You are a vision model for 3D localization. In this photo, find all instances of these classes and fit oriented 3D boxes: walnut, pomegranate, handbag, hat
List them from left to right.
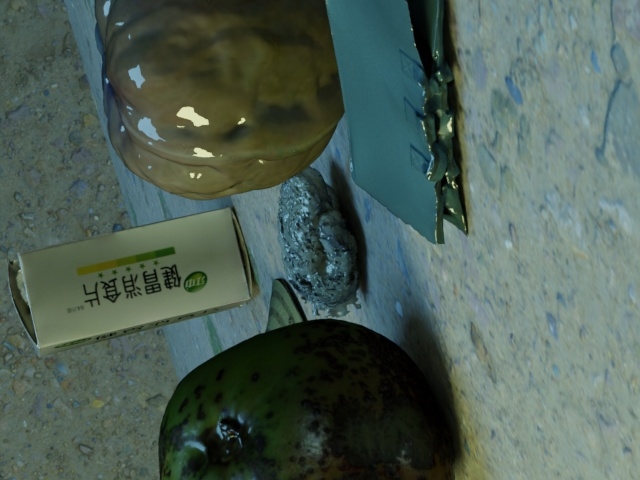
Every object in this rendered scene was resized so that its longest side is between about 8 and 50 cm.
[{"bbox_3d":[-0.081,-0.157,1.455,0.248,0.248,0.248,164,90,-79],"label":"walnut"},{"bbox_3d":[-0.069,0.180,2.153,0.252,0.110,0.252,163,90,-79],"label":"hat"},{"bbox_3d":[0.012,0.229,1.566,0.341,0.285,0.285,35,-155,-51],"label":"pomegranate"},{"bbox_3d":[0.060,-0.115,1.276,0.144,0.057,0.221,-126,23,-50],"label":"handbag"}]

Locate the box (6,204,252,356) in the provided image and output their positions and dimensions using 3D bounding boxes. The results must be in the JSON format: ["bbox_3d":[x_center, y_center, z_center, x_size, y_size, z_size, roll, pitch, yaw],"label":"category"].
[{"bbox_3d":[-0.277,0.060,2.410,0.173,0.333,0.145,136,120,-77],"label":"box"}]

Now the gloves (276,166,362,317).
[{"bbox_3d":[-0.004,0.001,1.688,0.114,0.070,0.153,-119,20,-51],"label":"gloves"}]
